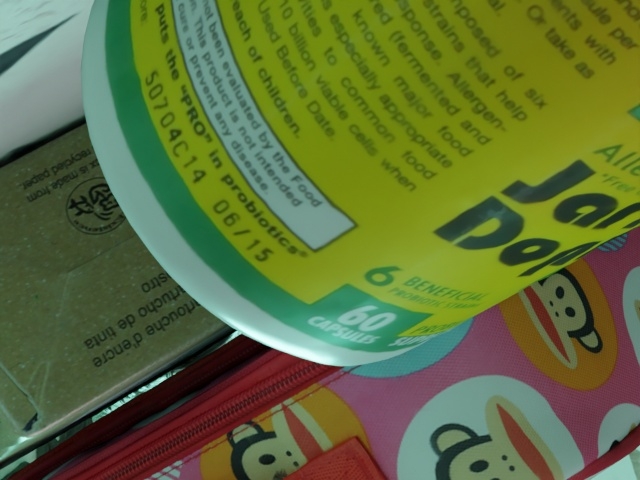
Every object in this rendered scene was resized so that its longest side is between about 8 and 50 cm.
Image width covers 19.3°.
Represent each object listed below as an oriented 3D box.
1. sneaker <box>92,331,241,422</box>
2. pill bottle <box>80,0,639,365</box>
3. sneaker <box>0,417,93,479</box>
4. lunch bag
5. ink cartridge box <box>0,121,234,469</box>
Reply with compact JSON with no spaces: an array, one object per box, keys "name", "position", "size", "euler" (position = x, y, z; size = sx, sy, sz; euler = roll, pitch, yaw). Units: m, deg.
[{"name":"sneaker","position":[-0.123,0.075,1.358],"size":[0.225,0.088,0.093],"euler":[-37,168,20]},{"name":"pill bottle","position":[0.055,-0.064,0.378],"size":[0.208,0.117,0.117],"euler":[-32,177,40]},{"name":"sneaker","position":[-0.327,0.178,1.223],"size":[0.182,0.158,0.410],"euler":[10,-150,41]},{"name":"lunch bag","position":[-0.007,0.091,0.738],"size":[0.293,0.120,0.258],"euler":[-31,178,31]},{"name":"ink cartridge box","position":[-0.057,-0.001,0.730],"size":[0.235,0.088,0.193],"euler":[-31,177,-24]}]
